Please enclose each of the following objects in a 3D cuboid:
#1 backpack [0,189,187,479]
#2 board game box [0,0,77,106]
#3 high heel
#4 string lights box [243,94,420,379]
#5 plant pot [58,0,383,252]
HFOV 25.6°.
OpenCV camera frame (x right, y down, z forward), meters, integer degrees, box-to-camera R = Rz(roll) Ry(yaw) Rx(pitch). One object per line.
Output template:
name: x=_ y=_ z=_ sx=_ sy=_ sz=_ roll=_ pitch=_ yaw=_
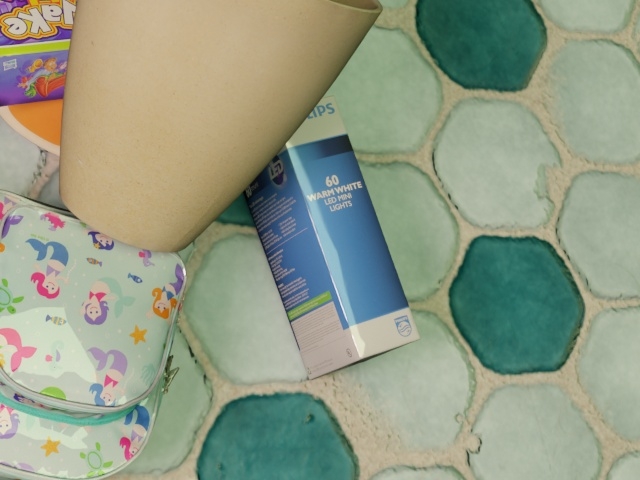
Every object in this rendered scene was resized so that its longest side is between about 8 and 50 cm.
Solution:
backpack: x=-0.243 y=0.098 z=1.272 sx=0.225 sy=0.191 sz=0.254 roll=19 pitch=73 yaw=-21
board game box: x=-0.191 y=-0.265 z=1.409 sx=0.347 sy=0.078 sz=0.233 roll=-11 pitch=61 yaw=-27
high heel: x=-0.202 y=-0.131 z=1.430 sx=0.244 sy=0.117 sz=0.082 roll=8 pitch=114 yaw=-3
string lights box: x=0.000 y=0.000 z=1.431 sx=0.076 sy=0.133 sz=0.260 roll=-16 pitch=83 yaw=-27
plant pot: x=-0.118 y=-0.136 z=1.233 sx=0.256 sy=0.256 sz=0.274 roll=20 pitch=108 yaw=-18
